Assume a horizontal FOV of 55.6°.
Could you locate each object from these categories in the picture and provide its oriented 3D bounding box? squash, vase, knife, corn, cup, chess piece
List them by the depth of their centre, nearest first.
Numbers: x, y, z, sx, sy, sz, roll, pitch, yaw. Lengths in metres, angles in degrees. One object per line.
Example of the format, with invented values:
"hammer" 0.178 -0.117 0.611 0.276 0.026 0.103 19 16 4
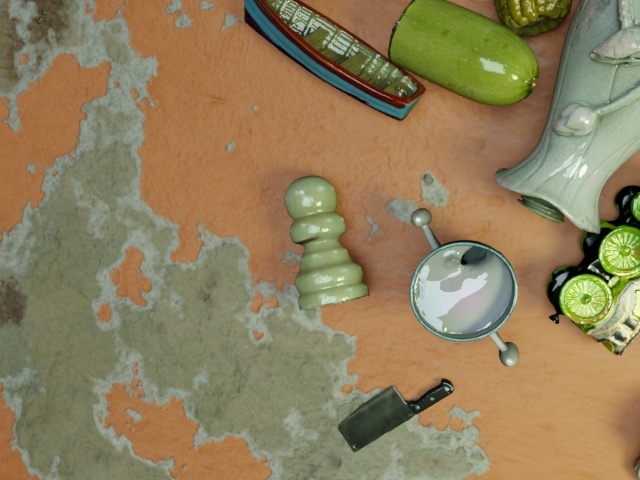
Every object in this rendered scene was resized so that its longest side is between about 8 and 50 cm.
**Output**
"vase" 0.446 -0.231 0.907 0.250 0.250 0.445 31 108 12
"corn" 0.320 -0.510 0.978 0.131 0.131 0.344 -12 89 17
"squash" 0.243 -0.300 0.994 0.247 0.132 0.132 35 103 21
"cup" 0.244 0.073 1.021 0.167 0.173 0.300 -33 85 17
"chess piece" 0.000 0.000 1.122 0.133 0.133 0.243 -14 84 17
"knife" 0.139 0.318 1.153 0.245 0.019 0.072 -37 83 18

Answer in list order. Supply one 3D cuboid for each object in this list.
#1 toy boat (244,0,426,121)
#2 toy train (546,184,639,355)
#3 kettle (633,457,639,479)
"toy boat" 0.007 -0.346 1.093 0.392 0.136 0.079 35 135 10
"toy train" 0.502 0.037 0.984 0.160 0.100 0.296 35 101 4
"kettle" 0.654 0.372 0.959 0.243 0.160 0.210 26 130 20
